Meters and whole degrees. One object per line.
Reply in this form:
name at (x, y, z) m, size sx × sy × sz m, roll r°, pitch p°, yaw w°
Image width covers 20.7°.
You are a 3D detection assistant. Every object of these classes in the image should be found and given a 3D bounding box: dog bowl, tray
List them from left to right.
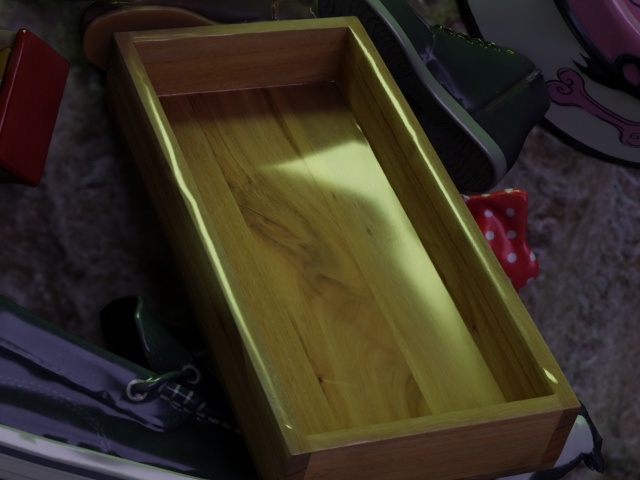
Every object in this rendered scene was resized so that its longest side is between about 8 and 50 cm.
tray at (0.000, 0.000, 1.242) m, size 0.202 × 0.076 × 0.411 m, roll -7°, pitch 46°, yaw -22°
dog bowl at (0.322, -0.277, 1.568) m, size 0.408 × 0.150 × 0.408 m, roll 4°, pitch 81°, yaw -28°

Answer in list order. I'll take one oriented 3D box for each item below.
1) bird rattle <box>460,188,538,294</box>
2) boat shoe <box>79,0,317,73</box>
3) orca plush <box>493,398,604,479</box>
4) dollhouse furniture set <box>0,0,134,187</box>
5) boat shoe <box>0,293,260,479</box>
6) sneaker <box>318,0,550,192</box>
bird rattle at (0.061, 0.052, 1.428) m, size 0.253 × 0.143 × 0.207 m, roll 4°, pitch 92°, yaw -40°
boat shoe at (-0.098, -0.169, 1.385) m, size 0.207 × 0.073 × 0.073 m, roll 1°, pitch 44°, yaw -31°
orca plush at (0.122, 0.148, 1.413) m, size 0.287 × 0.102 × 0.151 m, roll -10°, pitch 91°, yaw -57°
dollhouse furniture set at (-0.202, -0.243, 1.238) m, size 0.201 × 0.152 × 0.374 m, roll 37°, pitch 61°, yaw -59°
boat shoe at (-0.130, 0.120, 1.256) m, size 0.500 × 0.187 × 0.156 m, roll 18°, pitch 76°, yaw -17°
sneaker at (0.096, -0.155, 1.483) m, size 0.222 × 0.083 × 0.118 m, roll 50°, pitch 52°, yaw -13°
